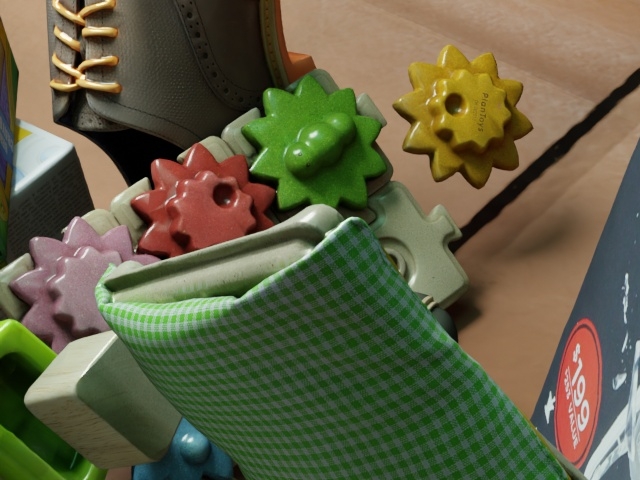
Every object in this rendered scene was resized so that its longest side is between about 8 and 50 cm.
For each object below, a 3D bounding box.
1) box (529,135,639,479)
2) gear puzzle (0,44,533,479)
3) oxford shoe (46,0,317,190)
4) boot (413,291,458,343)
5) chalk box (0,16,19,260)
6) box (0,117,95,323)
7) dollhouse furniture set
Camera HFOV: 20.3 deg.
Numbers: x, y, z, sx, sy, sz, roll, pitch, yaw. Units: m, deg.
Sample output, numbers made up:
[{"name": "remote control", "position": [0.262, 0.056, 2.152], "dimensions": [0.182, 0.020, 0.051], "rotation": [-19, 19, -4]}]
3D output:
[{"name": "box", "position": [0.212, 0.116, 0.674], "dimensions": [0.179, 0.312, 0.343], "rotation": [7, 40, -10]}, {"name": "gear puzzle", "position": [0.000, 0.000, 0.994], "dimensions": [0.339, 0.044, 0.175], "rotation": [-35, 91, -24]}, {"name": "oxford shoe", "position": [-0.099, -0.133, 1.007], "dimensions": [0.130, 0.364, 0.133], "rotation": [7, 44, 42]}, {"name": "boot", "position": [0.081, 0.125, 0.910], "dimensions": [0.137, 0.077, 0.198], "rotation": [9, 58, 14]}, {"name": "chalk box", "position": [-0.247, -0.063, 0.974], "dimensions": [0.132, 0.132, 0.213], "rotation": [-10, 43, 3]}, {"name": "box", "position": [-0.246, -0.023, 1.107], "dimensions": [0.203, 0.103, 0.114], "rotation": [24, 53, 33]}, {"name": "dollhouse furniture set", "position": [-0.049, 0.126, 0.715], "dimensions": [0.301, 0.197, 0.151], "rotation": [-16, 36, 53]}]
